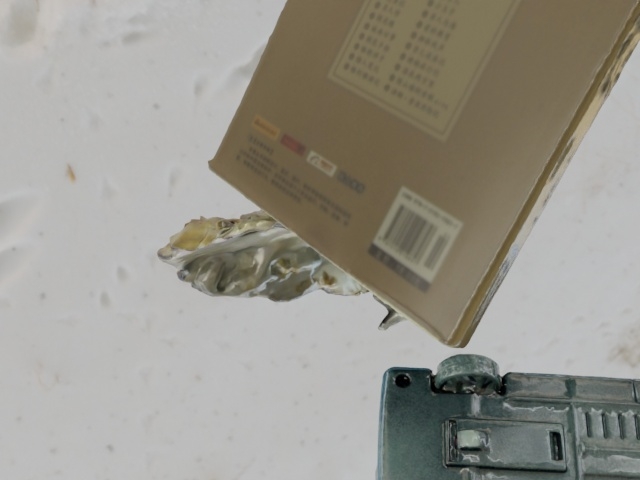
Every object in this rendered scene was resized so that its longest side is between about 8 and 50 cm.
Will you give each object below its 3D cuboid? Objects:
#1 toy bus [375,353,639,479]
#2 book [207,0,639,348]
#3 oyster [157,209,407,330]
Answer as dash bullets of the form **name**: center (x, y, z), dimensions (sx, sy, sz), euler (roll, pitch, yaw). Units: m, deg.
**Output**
- **toy bus**: center (0.158, 0.156, 0.632), dimensions (0.246, 0.113, 0.134), euler (3, 147, 1)
- **book**: center (0.070, -0.129, 0.509), dimensions (0.021, 0.217, 0.310), euler (15, 107, -49)
- **oyster**: center (0.000, 0.000, 0.678), dimensions (0.223, 0.083, 0.214), euler (6, 158, -12)
